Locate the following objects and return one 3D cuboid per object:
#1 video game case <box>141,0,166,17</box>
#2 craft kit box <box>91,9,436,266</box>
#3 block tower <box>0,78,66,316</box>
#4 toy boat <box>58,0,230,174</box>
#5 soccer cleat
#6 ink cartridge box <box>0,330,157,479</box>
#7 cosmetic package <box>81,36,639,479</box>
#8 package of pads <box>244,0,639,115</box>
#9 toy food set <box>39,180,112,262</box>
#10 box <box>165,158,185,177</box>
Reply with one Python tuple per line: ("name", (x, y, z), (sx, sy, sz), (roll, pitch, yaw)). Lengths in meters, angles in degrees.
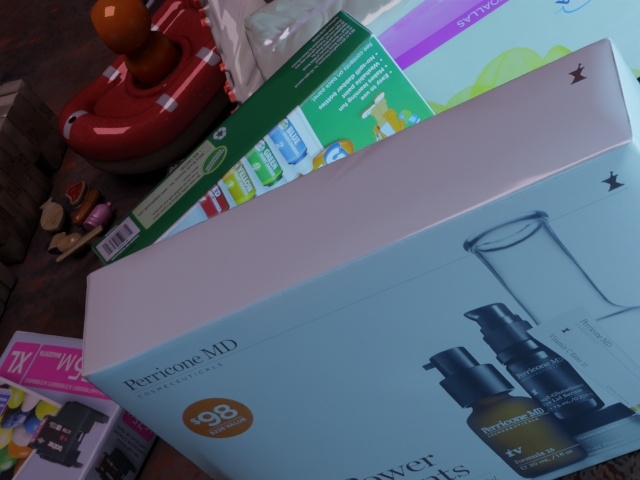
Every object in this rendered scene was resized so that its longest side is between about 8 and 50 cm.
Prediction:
("video game case", (-0.147, -0.321, 1.724), (0.173, 0.022, 0.190), (-43, 28, 50))
("craft kit box", (0.000, 0.000, 1.204), (0.250, 0.246, 0.061), (-44, 43, -1))
("block tower", (-0.353, 0.002, 1.614), (0.091, 0.097, 0.335), (-10, 48, 33))
("toy boat", (-0.169, -0.179, 1.574), (0.231, 0.151, 0.151), (-51, 40, -10))
("soccer cleat", (-0.060, -0.172, 1.501), (0.076, 0.068, 0.196), (-18, 76, -5))
("ink cartridge box", (-0.257, 0.224, 1.362), (0.186, 0.065, 0.311), (3, 59, 41))
("cosmetic package", (0.080, 0.059, 1.055), (0.377, 0.284, 0.097), (-24, 43, 22))
("package of pads", (0.126, -0.165, 1.262), (0.296, 0.229, 0.101), (-32, 51, 16))
("toy food set", (-0.237, -0.020, 1.595), (0.078, 0.019, 0.122), (-36, 32, 8))
("box", (-0.119, -0.044, 1.516), (0.067, 0.018, 0.083), (-16, 46, 29))
